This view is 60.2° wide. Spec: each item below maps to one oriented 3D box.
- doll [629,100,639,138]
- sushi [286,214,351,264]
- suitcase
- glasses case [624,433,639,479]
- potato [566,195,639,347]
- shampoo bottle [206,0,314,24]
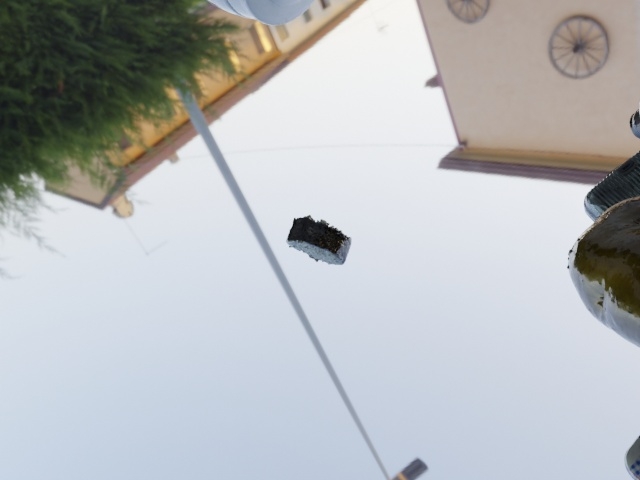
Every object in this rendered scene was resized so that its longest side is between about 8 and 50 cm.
[{"bbox_3d":[0.551,-0.214,0.794,0.182,0.117,0.257,-19,177,0],"label":"doll"},{"bbox_3d":[0.000,0.000,1.274,0.090,0.150,0.078,-25,-137,62],"label":"sushi"},{"bbox_3d":[0.664,-0.028,1.024,0.202,0.128,0.312,-40,-113,10],"label":"suitcase"},{"bbox_3d":[0.778,0.394,1.161,0.327,0.076,0.125,-44,-128,-9],"label":"glasses case"},{"bbox_3d":[0.419,0.061,0.578,0.369,0.196,0.176,-117,-130,-69],"label":"potato"},{"bbox_3d":[-0.134,-0.565,1.040,0.273,0.273,0.266,-37,-118,-22],"label":"shampoo bottle"}]
